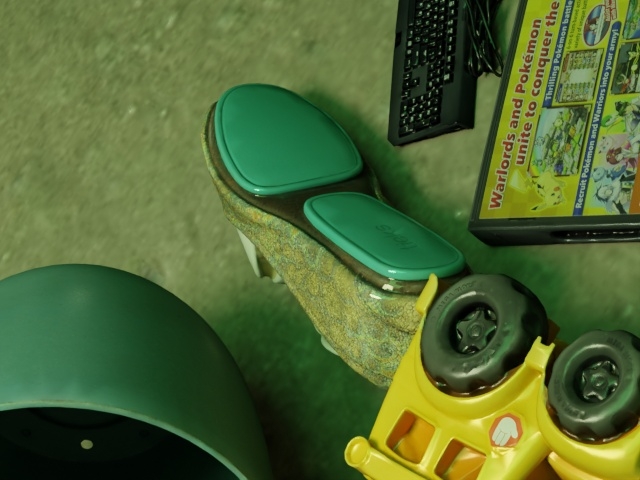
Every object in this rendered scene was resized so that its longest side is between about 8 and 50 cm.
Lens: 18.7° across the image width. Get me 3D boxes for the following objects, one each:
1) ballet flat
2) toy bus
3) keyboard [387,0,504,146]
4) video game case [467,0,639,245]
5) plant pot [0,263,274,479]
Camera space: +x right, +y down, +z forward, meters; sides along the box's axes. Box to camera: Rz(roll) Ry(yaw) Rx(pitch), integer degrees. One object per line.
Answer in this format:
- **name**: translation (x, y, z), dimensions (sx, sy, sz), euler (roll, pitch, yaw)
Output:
- **ballet flat**: translation (0.000, 0.000, 1.383), dimensions (0.123, 0.123, 0.348), euler (-50, 37, 5)
- **toy bus**: translation (0.122, 0.149, 1.154), dimensions (0.220, 0.149, 0.211), euler (24, 78, 44)
- **keyboard**: translation (0.090, -0.168, 1.455), dimensions (0.100, 0.038, 0.192), euler (-15, 58, 33)
- **video game case**: translation (0.236, -0.128, 1.313), dimensions (0.248, 0.035, 0.274), euler (-1, 66, 39)
- **plant pot**: translation (-0.170, 0.154, 1.319), dimensions (0.293, 0.293, 0.235), euler (-36, 28, 18)
